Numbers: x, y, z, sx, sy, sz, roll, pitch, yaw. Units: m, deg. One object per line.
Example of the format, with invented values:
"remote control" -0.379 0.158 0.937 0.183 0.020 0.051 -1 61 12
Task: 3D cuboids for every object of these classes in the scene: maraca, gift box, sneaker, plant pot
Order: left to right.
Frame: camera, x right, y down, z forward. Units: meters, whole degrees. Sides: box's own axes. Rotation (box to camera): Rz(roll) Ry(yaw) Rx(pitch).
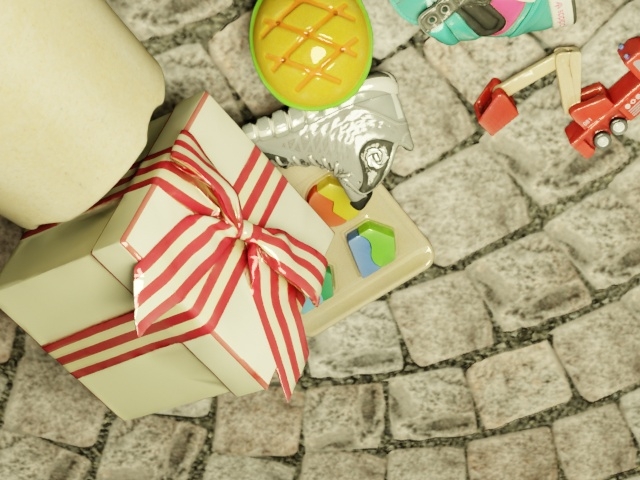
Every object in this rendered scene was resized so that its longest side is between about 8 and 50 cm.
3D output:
"plant pot" -0.331 -0.180 1.425 0.334 0.334 0.305 -36 128 17
"gift box" -0.150 0.040 1.521 0.258 0.276 0.255 -20 129 39
"maraca" -0.013 -0.225 1.511 0.127 0.099 0.185 -10 90 0
"sneaker" -0.006 -0.083 1.581 0.229 0.086 0.132 -22 93 10
"sneaker" 0.141 -0.292 1.437 0.178 0.123 0.295 -15 147 9

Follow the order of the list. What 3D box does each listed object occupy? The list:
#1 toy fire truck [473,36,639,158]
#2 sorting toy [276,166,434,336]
"toy fire truck" 0.276 -0.163 1.593 0.135 0.047 0.192 39 111 -21
"sorting toy" 0.000 0.000 1.682 0.193 0.038 0.208 -32 117 16
